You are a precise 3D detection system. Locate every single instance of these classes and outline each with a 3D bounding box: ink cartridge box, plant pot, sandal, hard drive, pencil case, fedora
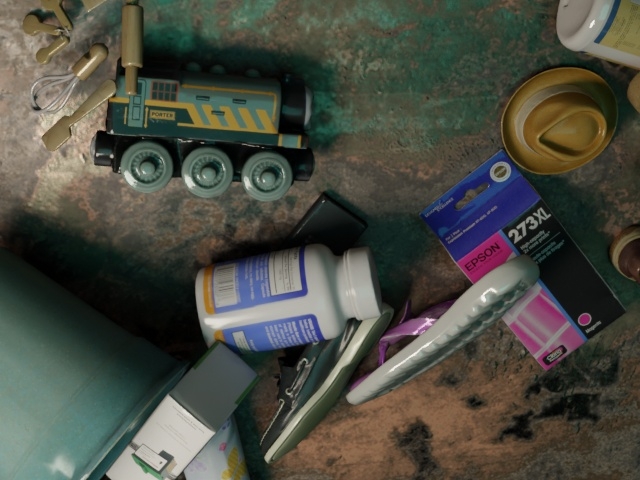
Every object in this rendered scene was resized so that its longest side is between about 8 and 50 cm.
[{"bbox_3d":[0.343,0.039,1.776,0.176,0.069,0.371,-38,112,9],"label":"ink cartridge box"},{"bbox_3d":[-0.425,0.205,1.559,0.334,0.341,0.341,40,103,1],"label":"plant pot"},{"bbox_3d":[0.188,0.133,1.739,0.416,0.102,0.169,-42,158,31],"label":"sandal"},{"bbox_3d":[-0.208,0.279,1.600,0.092,0.160,0.219,40,124,2],"label":"ink cartridge box"},{"bbox_3d":[0.000,0.000,1.720,0.094,0.022,0.135,34,105,-21],"label":"hard drive"},{"bbox_3d":[-0.189,0.372,1.808,0.124,0.113,0.273,10,122,34],"label":"pencil case"},{"bbox_3d":[0.386,-0.178,1.674,0.194,0.079,0.194,-3,114,-7],"label":"fedora"}]

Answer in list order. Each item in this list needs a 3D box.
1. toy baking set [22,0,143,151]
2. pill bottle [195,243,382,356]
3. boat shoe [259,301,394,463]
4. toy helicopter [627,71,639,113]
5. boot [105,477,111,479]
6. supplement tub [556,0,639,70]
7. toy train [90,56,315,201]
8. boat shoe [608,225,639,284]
[{"bbox_3d":[-0.328,-0.257,1.482,0.196,0.030,0.256,-6,85,25],"label":"toy baking set"},{"bbox_3d":[-0.046,0.089,1.658,0.272,0.152,0.152,-11,116,7],"label":"pill bottle"},{"bbox_3d":[-0.017,0.216,1.772,0.113,0.127,0.340,39,109,18],"label":"boat shoe"},{"bbox_3d":[0.570,-0.165,1.642,0.235,0.140,0.355,-40,136,25],"label":"toy helicopter"},{"bbox_3d":[-0.335,0.436,1.746,0.077,0.213,0.165,37,143,5],"label":"boot"},{"bbox_3d":[0.470,-0.332,1.583,0.199,0.144,0.144,13,111,-15],"label":"supplement tub"},{"bbox_3d":[-0.167,-0.165,1.562,0.334,0.142,0.190,4,104,-11],"label":"toy train"},{"bbox_3d":[0.660,0.075,1.808,0.342,0.123,0.123,20,109,-17],"label":"boat shoe"}]
